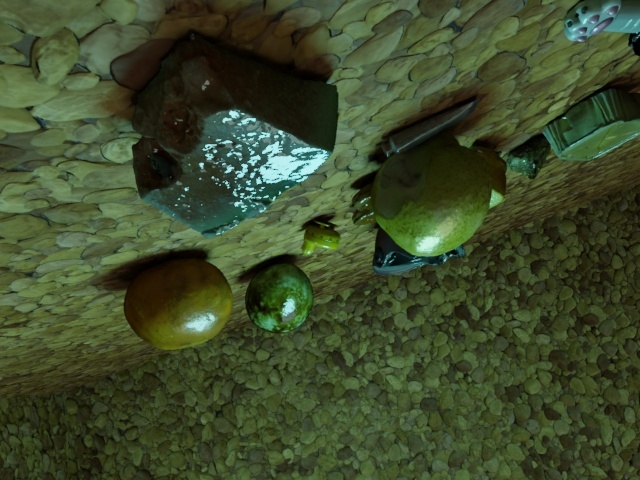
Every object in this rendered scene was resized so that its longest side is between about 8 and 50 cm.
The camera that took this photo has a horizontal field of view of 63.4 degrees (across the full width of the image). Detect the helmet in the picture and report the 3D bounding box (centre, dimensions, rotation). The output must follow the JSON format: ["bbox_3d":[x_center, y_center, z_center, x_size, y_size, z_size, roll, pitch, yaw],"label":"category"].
[{"bbox_3d":[0.305,-0.011,1.704,0.271,0.197,0.338,-3,168,-27],"label":"helmet"}]

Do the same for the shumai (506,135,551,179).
[{"bbox_3d":[0.602,-0.245,1.484,0.123,0.105,0.139,-64,175,-1],"label":"shumai"}]

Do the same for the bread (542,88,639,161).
[{"bbox_3d":[0.715,-0.301,1.338,0.192,0.109,0.210,-4,160,-31],"label":"bread"}]

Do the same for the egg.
[{"bbox_3d":[-0.137,0.196,1.800,0.238,0.238,0.289,-12,155,-31],"label":"egg"}]

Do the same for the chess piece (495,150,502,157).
[{"bbox_3d":[0.470,-0.208,1.470,0.059,0.059,0.149,-15,162,-20],"label":"chess piece"}]

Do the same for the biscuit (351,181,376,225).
[{"bbox_3d":[0.170,-0.113,1.399,0.262,0.052,0.277,-17,165,-25],"label":"biscuit"}]

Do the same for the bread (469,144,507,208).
[{"bbox_3d":[0.431,-0.156,1.398,0.134,0.129,0.260,-3,162,-3],"label":"bread"}]

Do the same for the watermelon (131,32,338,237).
[{"bbox_3d":[-0.122,-0.121,0.736,0.264,0.151,0.302,-28,165,33],"label":"watermelon"}]

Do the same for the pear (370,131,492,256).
[{"bbox_3d":[0.245,-0.103,1.137,0.271,0.271,0.271,-19,167,-5],"label":"pear"}]

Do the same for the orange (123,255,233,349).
[{"bbox_3d":[-0.376,0.171,1.386,0.284,0.226,0.284,-15,160,-6],"label":"orange"}]

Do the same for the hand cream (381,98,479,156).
[{"bbox_3d":[0.225,-0.231,1.060,0.210,0.043,0.067,-26,168,2],"label":"hand cream"}]

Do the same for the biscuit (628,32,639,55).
[{"bbox_3d":[0.670,-0.409,0.954,0.194,0.053,0.194,-19,167,-4],"label":"biscuit"}]

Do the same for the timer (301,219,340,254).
[{"bbox_3d":[0.000,0.000,1.491,0.107,0.109,0.107,17,-172,-2],"label":"timer"}]

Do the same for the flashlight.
[{"bbox_3d":[0.493,-0.371,0.864,0.200,0.047,0.093,-13,165,-27],"label":"flashlight"}]
